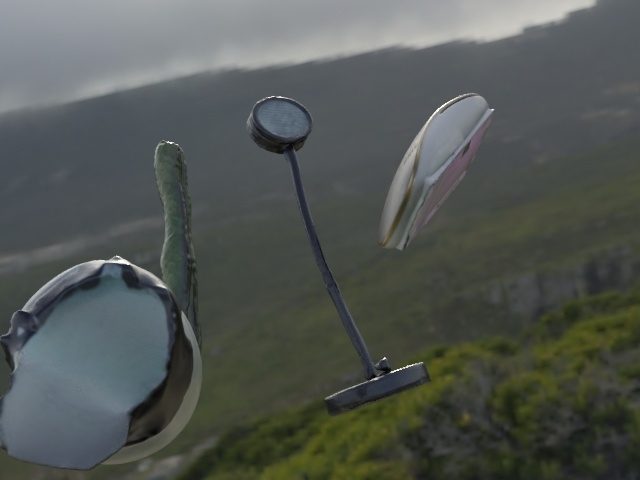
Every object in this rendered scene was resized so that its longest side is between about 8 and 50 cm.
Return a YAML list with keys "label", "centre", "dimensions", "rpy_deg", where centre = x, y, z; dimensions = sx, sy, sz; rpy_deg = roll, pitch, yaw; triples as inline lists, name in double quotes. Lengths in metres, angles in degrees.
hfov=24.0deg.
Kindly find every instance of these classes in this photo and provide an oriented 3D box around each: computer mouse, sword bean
- label: "computer mouse"
  centre: [0.117, -0.077, 1.594]
  dimensions: [0.056, 0.126, 0.245]
  rpy_deg: [29, 34, 11]
- label: "sword bean"
  centre: [-0.145, 0.024, 1.509]
  dimensions: [0.038, 0.269, 0.043]
  rpy_deg: [-16, -24, 26]

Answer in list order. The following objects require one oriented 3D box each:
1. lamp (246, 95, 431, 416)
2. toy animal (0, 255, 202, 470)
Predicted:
- label: "lamp"
  centre: [-0.009, 0.024, 1.558]
  dimensions: [0.130, 0.371, 0.108]
  rpy_deg: [-15, -30, -29]
- label: "toy animal"
  centre: [-0.171, 0.104, 1.157]
  dimensions: [0.166, 0.138, 0.179]
  rpy_deg: [-35, -12, -7]
